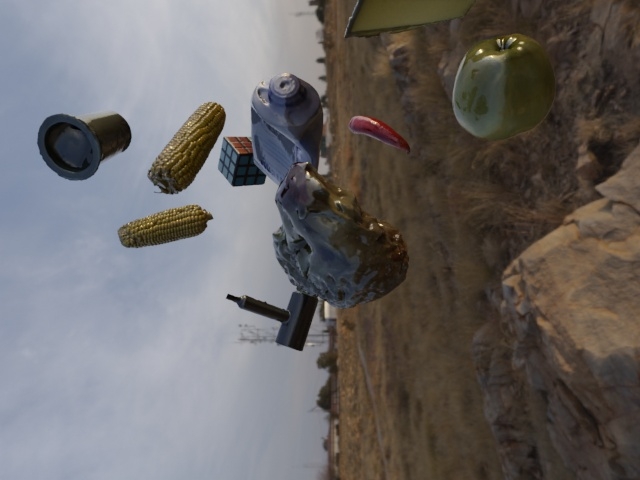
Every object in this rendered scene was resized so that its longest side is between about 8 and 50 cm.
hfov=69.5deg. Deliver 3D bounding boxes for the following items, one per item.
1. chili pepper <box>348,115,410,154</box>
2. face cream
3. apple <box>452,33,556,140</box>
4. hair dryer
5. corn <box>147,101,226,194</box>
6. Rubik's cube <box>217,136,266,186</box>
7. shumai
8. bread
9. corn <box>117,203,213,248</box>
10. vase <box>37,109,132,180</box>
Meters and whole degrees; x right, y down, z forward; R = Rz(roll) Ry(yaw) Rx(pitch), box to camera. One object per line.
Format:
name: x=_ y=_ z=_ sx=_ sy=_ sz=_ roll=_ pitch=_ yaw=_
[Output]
chili pepper: x=0.227 y=-0.469 z=2.004 sx=0.368 sy=0.092 sz=0.137 roll=39 pitch=168 yaw=44
face cream: x=-0.086 y=-0.238 z=1.131 sx=0.137 sy=0.235 sz=0.420 roll=-46 pitch=-13 yaw=-21
apple: x=0.467 y=-0.388 z=1.183 sx=0.262 sy=0.262 sz=0.262 roll=-1 pitch=-90 yaw=-87
hair dryer: x=-0.121 y=0.157 z=1.186 sx=0.078 sy=0.248 sz=0.195 roll=-1 pitch=67 yaw=58
corn: x=-0.336 y=-0.245 z=1.206 sx=0.106 sy=0.106 sz=0.305 roll=85 pitch=-158 yaw=-53
Rubik's cube: x=-0.325 y=-0.339 z=1.966 sx=0.163 sy=0.160 sz=0.162 roll=47 pitch=133 yaw=37
shumai: x=-0.002 y=0.000 z=0.943 sx=0.283 sy=0.346 sz=0.217 roll=36 pitch=-103 yaw=-52
bread: x=0.313 y=-0.713 z=1.266 sx=0.346 sy=0.405 sz=0.242 roll=103 pitch=-175 yaw=-57
corn: x=-0.575 y=-0.052 z=1.736 sx=0.130 sy=0.347 sz=0.130 roll=163 pitch=90 yaw=-71
vase: x=-0.868 y=-0.377 z=1.750 sx=0.291 sy=0.245 sz=0.245 roll=-72 pitch=-18 yaw=-66
